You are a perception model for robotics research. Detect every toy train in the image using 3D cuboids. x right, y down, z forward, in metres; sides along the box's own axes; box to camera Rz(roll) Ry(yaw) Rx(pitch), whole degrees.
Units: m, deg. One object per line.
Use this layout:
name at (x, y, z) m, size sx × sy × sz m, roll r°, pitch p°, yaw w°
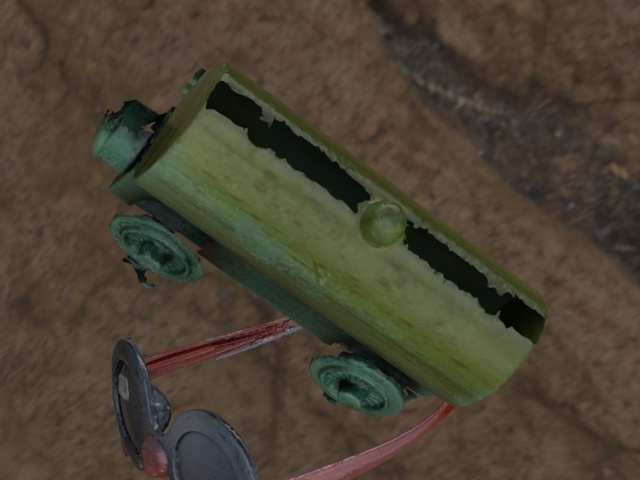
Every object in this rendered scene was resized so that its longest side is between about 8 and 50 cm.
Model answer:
toy train at (0.004, -0.007, 1.011) m, size 0.307 × 0.189 × 0.126 m, roll 36°, pitch 54°, yaw -13°

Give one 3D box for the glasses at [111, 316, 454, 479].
glasses at (-0.015, 0.127, 1.241) m, size 0.268 × 0.234 × 0.118 m, roll -14°, pitch 115°, yaw -28°
